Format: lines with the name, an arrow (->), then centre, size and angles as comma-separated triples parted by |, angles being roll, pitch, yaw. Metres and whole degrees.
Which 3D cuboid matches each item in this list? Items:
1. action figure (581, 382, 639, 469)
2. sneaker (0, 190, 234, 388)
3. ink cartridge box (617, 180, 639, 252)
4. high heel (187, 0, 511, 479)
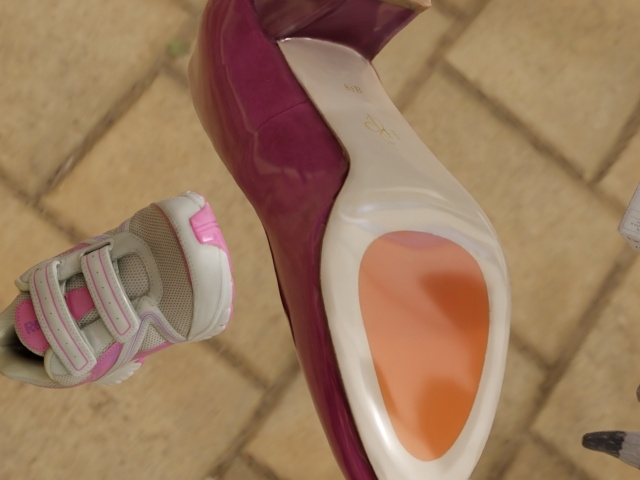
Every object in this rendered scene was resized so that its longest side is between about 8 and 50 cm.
action figure -> 0.372, 0.203, 1.448 | 0.330, 0.341, 0.178 | 40, 74, 10
sneaker -> -0.154, 0.049, 1.348 | 0.111, 0.252, 0.103 | -12, 72, -41
ink cartridge box -> 0.305, -0.009, 1.208 | 0.207, 0.046, 0.097 | 22, 82, 28
high heel -> 0.000, 0.000, 1.045 | 0.127, 0.181, 0.377 | 18, 53, -29
